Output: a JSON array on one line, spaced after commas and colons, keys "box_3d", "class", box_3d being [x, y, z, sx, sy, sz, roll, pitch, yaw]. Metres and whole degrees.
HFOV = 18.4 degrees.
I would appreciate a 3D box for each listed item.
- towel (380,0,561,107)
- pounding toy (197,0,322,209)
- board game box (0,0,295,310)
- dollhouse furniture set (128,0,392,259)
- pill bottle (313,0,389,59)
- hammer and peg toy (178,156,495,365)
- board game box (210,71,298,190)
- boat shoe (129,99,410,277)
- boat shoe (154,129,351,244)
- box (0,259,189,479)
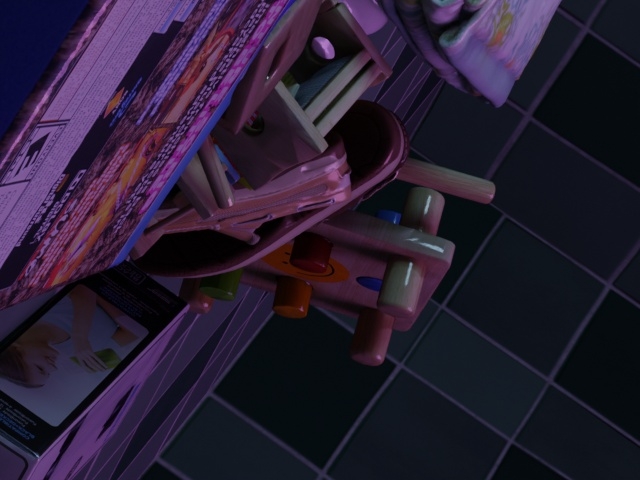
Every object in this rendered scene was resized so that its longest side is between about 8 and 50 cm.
[{"box_3d": [0.172, -0.265, 1.470, 0.320, 0.090, 0.374, -58, 172, 2], "class": "towel"}, {"box_3d": [-0.067, -0.114, 1.104, 0.100, 0.130, 0.141, -53, 175, -25], "class": "pounding toy"}, {"box_3d": [-0.100, -0.109, 0.698, 0.232, 0.141, 0.291, -56, 176, 8], "class": "board game box"}, {"box_3d": [-0.077, -0.101, 1.357, 0.183, 0.129, 0.129, -28, -166, 36], "class": "dollhouse furniture set"}, {"box_3d": [0.023, -0.216, 1.476, 0.180, 0.108, 0.108, -53, 175, -19], "class": "pill bottle"}, {"box_3d": [0.000, 0.000, 1.864, 0.361, 0.266, 0.127, 115, -9, -71], "class": "hammer and peg toy"}, {"box_3d": [-0.043, -0.124, 1.554, 0.181, 0.092, 0.043, -51, 175, -47], "class": "board game box"}, {"box_3d": [-0.038, -0.034, 1.661, 0.257, 0.095, 0.095, -21, 172, 18], "class": "boat shoe"}, {"box_3d": [-0.066, -0.027, 1.565, 0.068, 0.190, 0.072, -103, 178, -61], "class": "boat shoe"}, {"box_3d": [-0.228, 0.143, 1.589, 0.169, 0.087, 0.290, -58, 175, 28], "class": "box"}]
